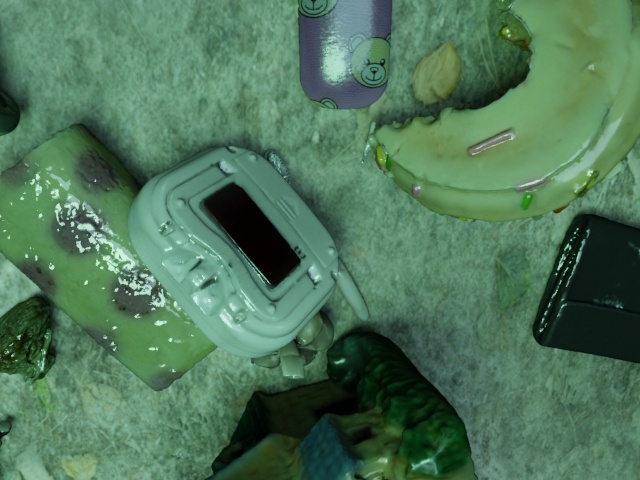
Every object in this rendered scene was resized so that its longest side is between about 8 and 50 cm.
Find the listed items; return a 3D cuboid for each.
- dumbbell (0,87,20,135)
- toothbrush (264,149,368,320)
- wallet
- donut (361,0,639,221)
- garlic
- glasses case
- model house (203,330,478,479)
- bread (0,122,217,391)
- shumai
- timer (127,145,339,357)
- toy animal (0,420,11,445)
[{"bbox_3d":[-0.527,-0.086,0.695,0.179,0.179,0.406,41,95,-16],"label":"dumbbell"},{"bbox_3d":[0.000,0.000,0.875,0.025,0.029,0.307,-32,107,-6],"label":"toothbrush"},{"bbox_3d":[0.568,0.105,0.973,0.406,0.062,0.228,12,103,-12],"label":"wallet"},{"bbox_3d":[0.260,-0.184,0.752,0.371,0.307,0.150,-57,148,6],"label":"donut"},{"bbox_3d":[-0.040,0.137,0.828,0.131,0.194,0.127,-20,115,-9],"label":"garlic"},{"bbox_3d":[0.032,-0.332,0.765,0.123,0.076,0.316,0,106,1],"label":"glasses case"},{"bbox_3d":[-0.007,0.340,0.783,0.343,0.382,0.334,-15,106,-7],"label":"model house"},{"bbox_3d":[-0.271,0.027,0.775,0.187,0.155,0.338,-39,107,6],"label":"bread"},{"bbox_3d":[-0.411,0.149,0.826,0.124,0.099,0.087,-39,123,5],"label":"shumai"},{"bbox_3d":[-0.095,0.004,0.749,0.262,0.237,0.087,50,129,-3],"label":"timer"},{"bbox_3d":[-0.517,0.331,0.857,0.170,0.090,0.255,-41,104,7],"label":"toy animal"}]
